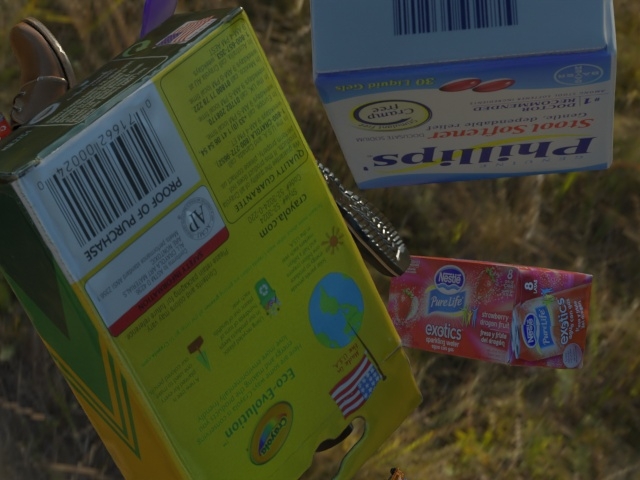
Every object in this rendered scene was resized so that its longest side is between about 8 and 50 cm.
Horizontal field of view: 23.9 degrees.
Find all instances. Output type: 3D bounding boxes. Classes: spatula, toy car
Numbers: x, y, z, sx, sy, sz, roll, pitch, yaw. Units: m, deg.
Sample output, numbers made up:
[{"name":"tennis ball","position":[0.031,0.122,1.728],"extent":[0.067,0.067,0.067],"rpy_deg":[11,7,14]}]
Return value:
[{"name":"spatula","position":[-0.121,-0.288,1.494],"extent":[0.030,0.296,0.084],"rpy_deg":[38,49,-5]},{"name":"toy car","position":[0.087,0.337,1.909],"extent":[0.040,0.060,0.122],"rpy_deg":[29,29,2]}]

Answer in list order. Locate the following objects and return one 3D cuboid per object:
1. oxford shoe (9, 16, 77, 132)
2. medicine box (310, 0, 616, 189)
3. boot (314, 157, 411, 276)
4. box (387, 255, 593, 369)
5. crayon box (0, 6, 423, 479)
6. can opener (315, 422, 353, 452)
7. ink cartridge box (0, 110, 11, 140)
[{"name":"oxford shoe","position":[-0.294,-0.146,1.580],"extent":[0.076,0.076,0.212],"rpy_deg":[-12,62,-24]},{"name":"medicine box","position":[0.141,-0.171,1.431],"extent":[0.263,0.289,0.149],"rpy_deg":[-4,71,9]},{"name":"boot","position":[0.000,0.000,1.846],"extent":[0.198,0.137,0.077],"rpy_deg":[45,26,0]},{"name":"box","position":[0.208,0.088,1.916],"extent":[0.128,0.257,0.122],"rpy_deg":[6,89,-33]},{"name":"crayon box","position":[-0.072,0.038,0.974],"extent":[0.202,0.081,0.318],"rpy_deg":[-42,118,-34]},{"name":"can opener","position":[0.039,0.209,2.017],"extent":[0.186,0.073,0.059],"rpy_deg":[-39,49,10]},{"name":"ink cartridge box","position":[-0.366,-0.121,1.608],"extent":[0.063,0.115,0.029],"rpy_deg":[-34,41,-6]}]
